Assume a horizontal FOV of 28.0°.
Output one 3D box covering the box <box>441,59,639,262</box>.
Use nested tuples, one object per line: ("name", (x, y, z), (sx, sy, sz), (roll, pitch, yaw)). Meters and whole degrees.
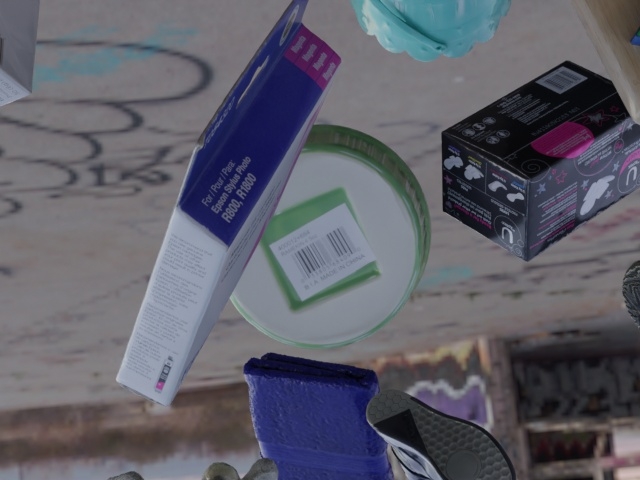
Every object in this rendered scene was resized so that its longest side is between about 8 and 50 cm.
("box", (0.300, -0.109, 1.708), (0.247, 0.142, 0.163), (-30, -135, -28))

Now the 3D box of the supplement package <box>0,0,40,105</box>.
("supplement package", (-0.514, -0.242, 1.567), (0.293, 0.175, 0.177), (-17, 147, 24))

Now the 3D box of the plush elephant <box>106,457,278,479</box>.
("plush elephant", (-0.126, 0.375, 1.564), (0.330, 0.272, 0.255), (-37, 148, -33))

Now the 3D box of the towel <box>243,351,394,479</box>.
("towel", (0.005, 0.312, 2.064), (0.227, 0.308, 0.076), (5, -141, 18))

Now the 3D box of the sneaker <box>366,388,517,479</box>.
("sneaker", (0.173, 0.286, 1.622), (0.226, 0.086, 0.163), (32, 162, 39))

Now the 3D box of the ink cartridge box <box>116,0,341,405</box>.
("ink cartridge box", (-0.075, -0.053, 1.251), (0.071, 0.324, 0.330), (27, 134, 0))

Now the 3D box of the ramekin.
("ramekin", (0.000, 0.000, 1.722), (0.303, 0.303, 0.148), (-6, -171, 3))

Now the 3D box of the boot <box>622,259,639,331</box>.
("boot", (0.516, 0.062, 1.820), (0.076, 0.190, 0.208), (5, -144, 44))

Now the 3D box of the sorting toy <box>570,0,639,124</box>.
("sorting toy", (0.362, -0.274, 1.205), (0.255, 0.257, 0.089), (-21, 166, -15))

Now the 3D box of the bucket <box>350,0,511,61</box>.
("bucket", (0.166, -0.440, 1.993), (0.281, 0.281, 0.183), (-7, 156, 5))
